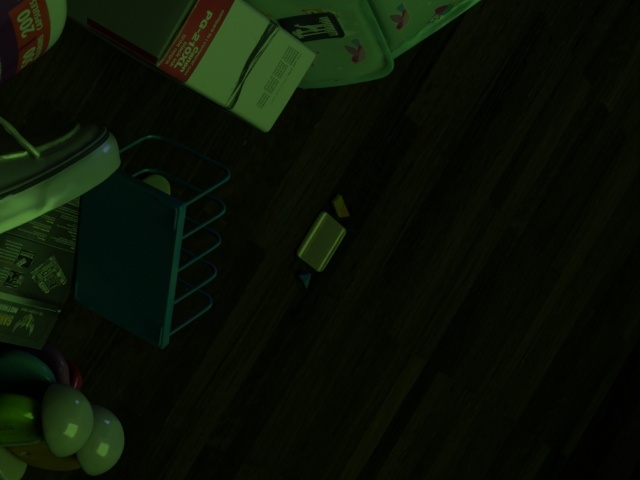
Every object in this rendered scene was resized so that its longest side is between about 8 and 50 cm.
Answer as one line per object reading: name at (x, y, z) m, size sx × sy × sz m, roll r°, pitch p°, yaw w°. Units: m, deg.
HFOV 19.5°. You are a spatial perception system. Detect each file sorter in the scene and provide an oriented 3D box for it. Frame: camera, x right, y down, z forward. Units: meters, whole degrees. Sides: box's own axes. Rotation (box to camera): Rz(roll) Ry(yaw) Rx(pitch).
file sorter at (-0.166, -0.003, 1.877) m, size 0.104 × 0.118 × 0.170 m, roll -34°, pitch 142°, yaw -48°

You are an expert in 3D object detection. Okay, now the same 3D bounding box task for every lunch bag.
lunch bag at (0.032, -0.289, 1.939) m, size 0.262 × 0.160 × 0.223 m, roll -35°, pitch 146°, yaw -1°

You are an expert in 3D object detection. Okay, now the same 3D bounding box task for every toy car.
toy car at (-0.298, 0.173, 1.944) m, size 0.182 × 0.159 × 0.136 m, roll 47°, pitch 40°, yaw -61°

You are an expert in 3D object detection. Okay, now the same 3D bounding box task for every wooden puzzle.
wooden puzzle at (0.000, 0.000, 2.397) m, size 0.116 × 0.014 × 0.078 m, roll -55°, pitch 148°, yaw -10°

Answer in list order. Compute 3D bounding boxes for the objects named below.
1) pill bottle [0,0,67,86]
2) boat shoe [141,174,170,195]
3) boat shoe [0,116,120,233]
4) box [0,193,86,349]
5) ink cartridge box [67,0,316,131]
pill bottle at (-0.364, -0.144, 1.453) m, size 0.323 × 0.181 × 0.181 m, roll -44°, pitch 149°, yaw -29°
boat shoe at (-0.199, -0.010, 2.020) m, size 0.042 × 0.049 × 0.133 m, roll -78°, pitch -171°, yaw -88°
boat shoe at (-0.349, -0.069, 1.602) m, size 0.367 × 0.136 × 0.156 m, roll -23°, pitch 105°, yaw -27°
box at (-0.314, 0.003, 1.818) m, size 0.183 × 0.056 × 0.231 m, roll -62°, pitch 153°, yaw 4°
ink cartridge box at (-0.137, -0.207, 1.788) m, size 0.100 × 0.172 × 0.237 m, roll -59°, pitch 153°, yaw 2°
